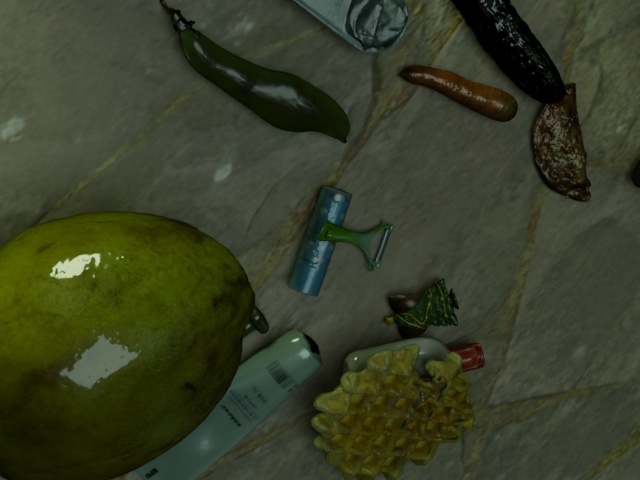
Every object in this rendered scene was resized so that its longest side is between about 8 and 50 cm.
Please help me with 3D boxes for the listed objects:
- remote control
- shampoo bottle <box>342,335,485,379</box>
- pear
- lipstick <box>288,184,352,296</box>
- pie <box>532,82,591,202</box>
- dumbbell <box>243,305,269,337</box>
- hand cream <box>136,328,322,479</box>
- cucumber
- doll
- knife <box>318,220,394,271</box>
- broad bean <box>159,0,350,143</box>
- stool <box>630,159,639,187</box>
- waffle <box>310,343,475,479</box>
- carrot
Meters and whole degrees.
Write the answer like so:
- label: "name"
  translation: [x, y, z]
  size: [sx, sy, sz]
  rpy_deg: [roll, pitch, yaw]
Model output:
- label: "remote control"
  translation: [0.016, -0.353, 1.596]
  size: [0.247, 0.052, 0.104]
  rpy_deg: [34, 90, -22]
- label: "shampoo bottle"
  translation: [0.143, 0.196, 1.753]
  size: [0.221, 0.051, 0.108]
  rpy_deg: [-11, 117, -16]
- label: "pear"
  translation: [-0.288, 0.130, 1.450]
  size: [0.413, 0.352, 0.352]
  rpy_deg: [-27, 109, -15]
- label: "lipstick"
  translation: [0.000, 0.000, 1.668]
  size: [0.048, 0.048, 0.158]
  rpy_deg: [18, 95, -21]
- label: "pie"
  translation: [0.370, -0.139, 1.774]
  size: [0.088, 0.033, 0.191]
  rpy_deg: [-15, 106, -11]
- label: "dumbbell"
  translation: [-0.131, 0.140, 1.655]
  size: [0.118, 0.046, 0.052]
  rpy_deg: [-36, 116, -8]
- label: "hand cream"
  translation: [-0.133, 0.248, 1.677]
  size: [0.320, 0.067, 0.109]
  rpy_deg: [-40, 112, -2]
- label: "cucumber"
  translation: [0.262, -0.311, 1.677]
  size: [0.081, 0.072, 0.303]
  rpy_deg: [-40, 111, -7]
- label: "doll"
  translation: [0.157, 0.111, 1.730]
  size: [0.113, 0.076, 0.078]
  rpy_deg: [-26, 117, -11]
- label: "knife"
  translation: [0.045, -0.001, 1.665]
  size: [0.166, 0.022, 0.078]
  rpy_deg: [13, 93, -51]
- label: "broad bean"
  translation: [-0.090, -0.218, 1.580]
  size: [0.325, 0.067, 0.075]
  rpy_deg: [30, 82, -24]
- label: "stool"
  translation: [0.674, -0.149, 1.727]
  size: [0.226, 0.310, 0.310]
  rpy_deg: [22, 91, -21]
- label: "waffle"
  translation: [0.107, 0.258, 1.711]
  size: [0.250, 0.056, 0.261]
  rpy_deg: [-26, 134, -2]
- label: "carrot"
  translation: [0.205, -0.220, 1.693]
  size: [0.191, 0.047, 0.047]
  rpy_deg: [18, 95, -20]
